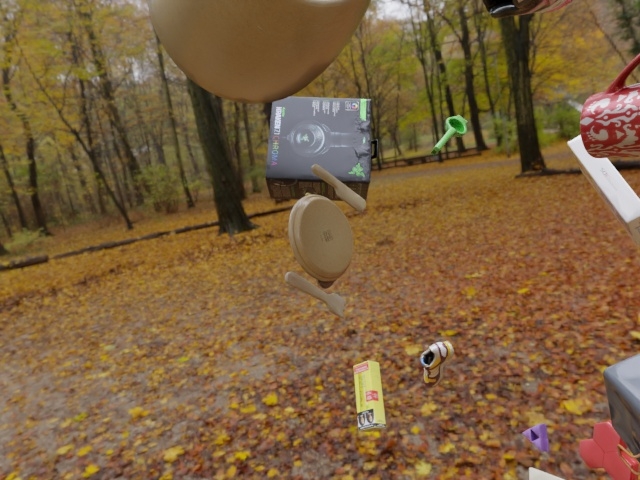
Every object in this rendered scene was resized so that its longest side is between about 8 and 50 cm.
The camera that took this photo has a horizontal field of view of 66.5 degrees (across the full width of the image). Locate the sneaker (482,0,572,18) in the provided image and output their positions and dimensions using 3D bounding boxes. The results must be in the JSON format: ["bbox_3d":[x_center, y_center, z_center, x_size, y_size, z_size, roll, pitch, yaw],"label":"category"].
[{"bbox_3d":[0.189,-0.228,0.400,0.077,0.072,0.178,-21,-5,0],"label":"sneaker"}]

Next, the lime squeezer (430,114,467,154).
[{"bbox_3d":[0.316,-0.267,1.217,0.110,0.059,0.310,-33,2,15],"label":"lime squeezer"}]

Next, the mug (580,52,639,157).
[{"bbox_3d":[0.444,-0.178,0.632,0.113,0.150,0.169,0,2,-34],"label":"mug"}]

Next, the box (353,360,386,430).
[{"bbox_3d":[0.174,0.556,1.747,0.058,0.232,0.087,23,-39,-35],"label":"box"}]

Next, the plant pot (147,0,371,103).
[{"bbox_3d":[-0.047,-0.282,0.509,0.256,0.256,0.274,-13,16,-16],"label":"plant pot"}]

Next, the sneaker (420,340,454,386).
[{"bbox_3d":[0.332,0.377,1.484,0.084,0.185,0.069,-2,35,-23],"label":"sneaker"}]

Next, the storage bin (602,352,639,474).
[{"bbox_3d":[0.352,0.193,0.517,0.098,0.135,0.091,-25,28,3],"label":"storage bin"}]

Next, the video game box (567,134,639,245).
[{"bbox_3d":[0.596,-0.103,0.997,0.048,0.205,0.187,-36,-33,27],"label":"video game box"}]

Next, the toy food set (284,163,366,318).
[{"bbox_3d":[0.000,0.000,0.683,0.038,0.192,0.132,-17,-40,43],"label":"toy food set"}]

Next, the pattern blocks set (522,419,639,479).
[{"bbox_3d":[0.375,0.443,0.721,0.026,0.325,0.285,3,-23,-24],"label":"pattern blocks set"}]

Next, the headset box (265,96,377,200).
[{"bbox_3d":[0.009,-0.240,1.298,0.283,0.246,0.131,3,-18,2],"label":"headset box"}]
